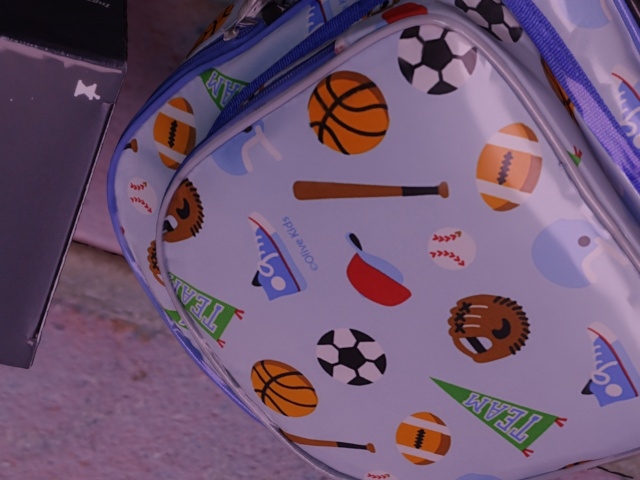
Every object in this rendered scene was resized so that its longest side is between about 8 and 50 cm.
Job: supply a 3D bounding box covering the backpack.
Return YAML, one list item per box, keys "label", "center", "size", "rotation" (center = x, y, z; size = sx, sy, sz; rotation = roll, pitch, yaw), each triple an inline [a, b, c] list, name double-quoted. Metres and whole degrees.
- label: "backpack"
  center: [0.049, -0.014, 0.638]
  size: [0.263, 0.213, 0.276]
  rotation: [-25, 103, 40]

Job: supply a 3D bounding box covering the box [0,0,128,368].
- label: "box"
  center: [-0.150, -0.056, 0.681]
  size: [0.093, 0.158, 0.156]
  rotation: [14, 119, -16]
